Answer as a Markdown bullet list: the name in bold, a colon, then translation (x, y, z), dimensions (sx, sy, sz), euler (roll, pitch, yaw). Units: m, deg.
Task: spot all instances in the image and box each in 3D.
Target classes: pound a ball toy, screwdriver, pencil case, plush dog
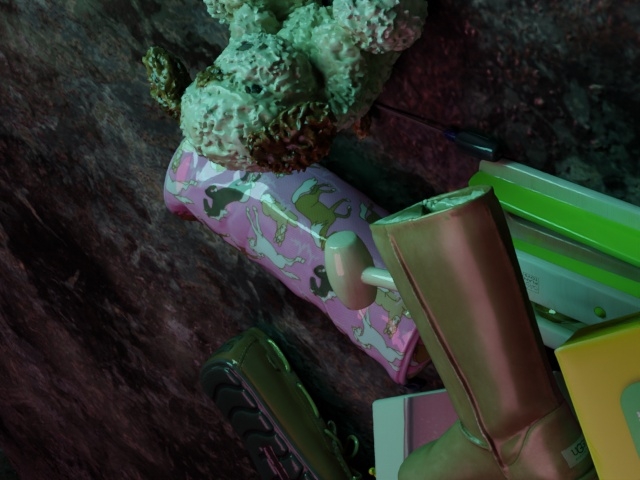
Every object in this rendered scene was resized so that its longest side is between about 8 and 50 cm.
- **pound a ball toy**: translation (0.187, 0.052, 1.168), dimensions (0.319, 0.208, 0.135), euler (23, 138, 35)
- **screwdriver**: translation (0.118, -0.115, 1.268), dimensions (0.170, 0.025, 0.024), euler (32, 146, 42)
- **pencil case**: translation (0.000, 0.000, 1.400), dimensions (0.386, 0.160, 0.167), euler (36, 129, 21)
- **plush dog**: translation (-0.041, -0.148, 1.219), dimensions (0.262, 0.225, 0.210), euler (22, 137, 37)

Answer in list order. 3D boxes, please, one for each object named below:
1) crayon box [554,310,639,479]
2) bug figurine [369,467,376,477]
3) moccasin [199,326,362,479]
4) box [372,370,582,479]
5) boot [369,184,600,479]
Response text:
- **crayon box**: translation (0.390, 0.202, 0.947), dimensions (0.313, 0.106, 0.362), euler (-19, 89, 26)
- **bug figurine**: translation (0.190, 0.348, 1.611), dimensions (0.216, 0.072, 0.279), euler (46, 144, -6)
- **moccasin**: translation (-0.022, 0.297, 1.778), dimensions (0.380, 0.147, 0.139), euler (53, 134, 1)
- **box**: translation (0.190, 0.222, 1.315), dimensions (0.232, 0.149, 0.126), euler (-16, 68, 39)
- **boot**: translation (0.110, 0.099, 1.067), dimensions (0.236, 0.089, 0.269), euler (-16, 103, 45)
